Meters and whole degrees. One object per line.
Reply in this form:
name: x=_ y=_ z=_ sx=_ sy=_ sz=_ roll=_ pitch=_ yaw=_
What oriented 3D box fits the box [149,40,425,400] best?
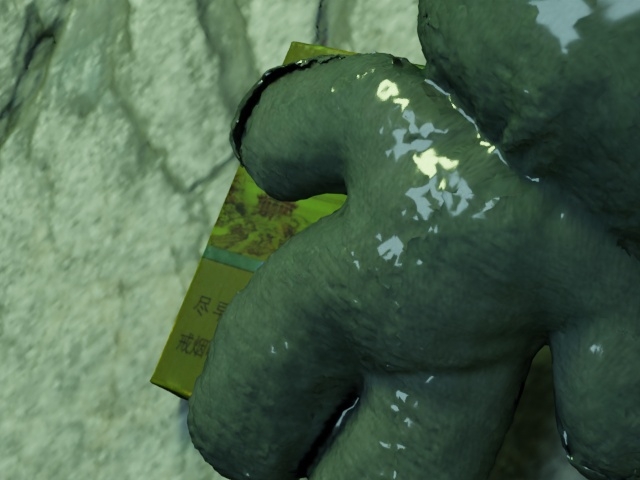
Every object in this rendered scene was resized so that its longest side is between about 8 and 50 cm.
box: x=0.000 y=0.000 z=0.973 sx=0.121 sy=0.030 sz=0.193 roll=16 pitch=79 yaw=39

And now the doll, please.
doll: x=0.077 y=-0.010 z=0.860 sx=0.246 sy=0.158 sz=0.340 roll=37 pitch=114 yaw=22
